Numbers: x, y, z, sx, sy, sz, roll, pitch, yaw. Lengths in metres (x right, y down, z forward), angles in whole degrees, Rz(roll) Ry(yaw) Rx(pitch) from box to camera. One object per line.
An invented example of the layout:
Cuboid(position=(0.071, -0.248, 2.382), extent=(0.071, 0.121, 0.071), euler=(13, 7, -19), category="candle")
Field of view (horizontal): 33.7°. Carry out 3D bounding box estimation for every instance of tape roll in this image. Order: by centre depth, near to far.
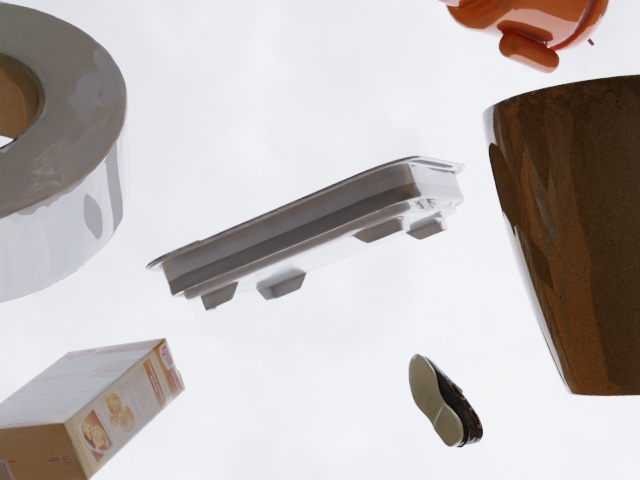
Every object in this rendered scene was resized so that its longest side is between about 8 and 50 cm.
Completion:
Cuboid(position=(-0.300, -0.081, 0.875), extent=(0.286, 0.100, 0.286), euler=(4, -134, -4), category="tape roll")

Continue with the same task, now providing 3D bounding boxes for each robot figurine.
Cuboid(position=(0.221, -0.275, 1.132), extent=(0.128, 0.219, 0.158), euler=(-58, -139, 31), category="robot figurine")

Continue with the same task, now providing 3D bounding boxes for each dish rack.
Cuboid(position=(0.000, 0.000, 1.196), extent=(0.333, 0.285, 0.072), euler=(-23, -98, 20), category="dish rack")

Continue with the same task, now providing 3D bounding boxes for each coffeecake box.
Cuboid(position=(-0.252, 0.176, 1.095), extent=(0.142, 0.185, 0.068), euler=(-11, -74, 28), category="coffeecake box")

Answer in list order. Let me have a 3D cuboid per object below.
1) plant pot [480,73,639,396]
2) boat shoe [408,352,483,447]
Cuboid(position=(0.267, 0.005, 0.920), extent=(0.237, 0.237, 0.254), euler=(-5, -97, 17), category="plant pot")
Cuboid(position=(0.141, 0.183, 1.210), extent=(0.133, 0.042, 0.049), euler=(59, -46, 44), category="boat shoe")
